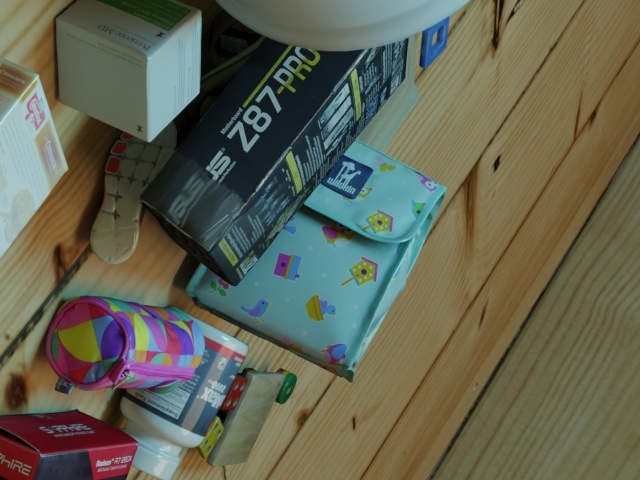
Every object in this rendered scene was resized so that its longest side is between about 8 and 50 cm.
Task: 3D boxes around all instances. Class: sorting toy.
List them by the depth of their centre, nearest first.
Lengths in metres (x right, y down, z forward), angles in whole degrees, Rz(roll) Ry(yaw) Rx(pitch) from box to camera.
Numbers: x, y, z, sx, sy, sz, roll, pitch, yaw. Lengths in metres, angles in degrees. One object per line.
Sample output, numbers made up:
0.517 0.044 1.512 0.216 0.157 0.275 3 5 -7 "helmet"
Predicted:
0.065 -0.195 2.352 0.348 0.047 0.196 -56 156 -28 "sorting toy"
-0.114 0.228 2.410 0.132 0.046 0.274 -65 163 3 "sorting toy"

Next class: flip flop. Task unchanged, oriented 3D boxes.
-0.064 -0.220 1.875 0.277 0.080 0.112 -54 176 -31 "flip flop"

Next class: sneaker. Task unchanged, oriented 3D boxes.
-0.190 -0.057 1.810 0.065 0.061 0.158 -122 -124 -78 "sneaker"

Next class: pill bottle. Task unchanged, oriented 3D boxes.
-0.167 0.177 2.085 0.180 0.108 0.108 -63 163 -3 "pill bottle"

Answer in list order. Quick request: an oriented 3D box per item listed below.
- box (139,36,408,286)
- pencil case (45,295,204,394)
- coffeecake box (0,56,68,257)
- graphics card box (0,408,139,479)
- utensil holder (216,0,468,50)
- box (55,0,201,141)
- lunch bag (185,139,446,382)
-0.034 -0.113 1.864 0.318 0.097 0.395 -53 175 -4 "box"
-0.201 0.114 1.913 0.104 0.104 0.236 -66 164 4 "pencil case"
-0.293 -0.040 1.478 0.185 0.068 0.142 -56 161 -25 "coffeecake box"
-0.325 0.362 1.863 0.371 0.094 0.233 -69 162 3 "graphics card box"
-0.017 -0.368 1.421 0.327 0.327 0.385 -62 160 -7 "utensil holder"
-0.169 -0.162 1.613 0.087 0.101 0.102 -50 156 -39 "box"
0.000 0.000 2.127 0.262 0.223 0.160 -62 170 -8 "lunch bag"
